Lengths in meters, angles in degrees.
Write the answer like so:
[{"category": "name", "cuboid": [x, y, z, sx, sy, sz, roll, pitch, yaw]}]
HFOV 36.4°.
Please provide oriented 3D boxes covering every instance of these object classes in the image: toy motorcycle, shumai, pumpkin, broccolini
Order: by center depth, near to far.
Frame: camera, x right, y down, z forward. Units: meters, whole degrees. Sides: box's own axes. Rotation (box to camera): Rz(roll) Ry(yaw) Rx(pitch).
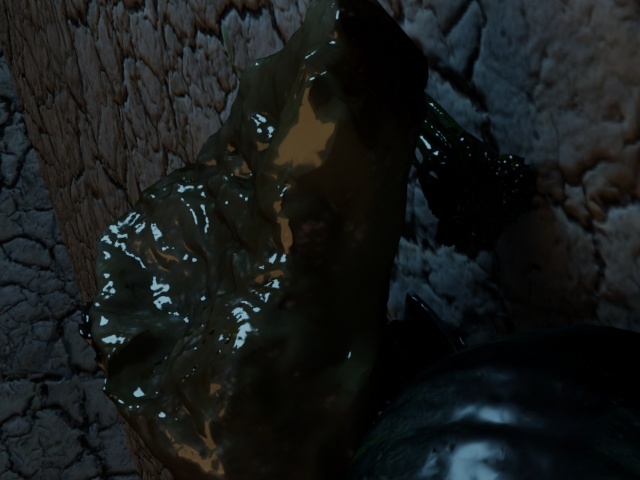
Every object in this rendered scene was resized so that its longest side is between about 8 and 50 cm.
[{"category": "pumpkin", "cuboid": [0.119, 0.207, 0.530, 0.239, 0.315, 0.315, -9, 100, 39]}, {"category": "shumai", "cuboid": [0.003, -0.002, 0.661, 0.283, 0.217, 0.346, -49, 23, 17]}, {"category": "broccolini", "cuboid": [0.085, -0.069, 0.712, 0.201, 0.074, 0.058, -118, 19, -50]}, {"category": "toy motorcycle", "cuboid": [0.067, 0.132, 0.818, 0.270, 0.106, 0.159, 56, 150, 38]}]
